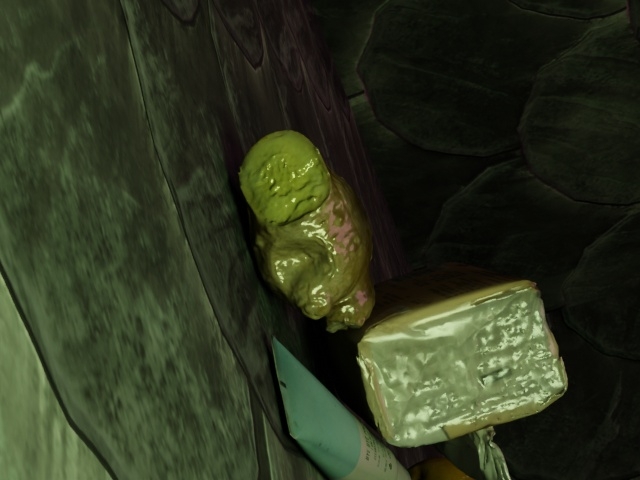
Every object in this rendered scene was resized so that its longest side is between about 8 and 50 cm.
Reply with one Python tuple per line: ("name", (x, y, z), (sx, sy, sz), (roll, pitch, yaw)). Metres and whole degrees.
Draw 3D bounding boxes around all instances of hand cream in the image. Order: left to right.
("hand cream", (0.013, 0.210, 1.505), (0.312, 0.070, 0.111), (51, 23, -52))

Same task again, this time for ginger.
("ginger", (0.000, 0.000, 1.557), (0.270, 0.123, 0.219), (34, 35, -71))

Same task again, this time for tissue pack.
("tissue pack", (0.135, 0.158, 1.658), (0.305, 0.238, 0.238), (-163, -125, -80))

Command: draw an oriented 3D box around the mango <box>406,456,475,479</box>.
("mango", (0.158, 0.370, 1.816), (0.249, 0.151, 0.156), (-98, -157, -70))
